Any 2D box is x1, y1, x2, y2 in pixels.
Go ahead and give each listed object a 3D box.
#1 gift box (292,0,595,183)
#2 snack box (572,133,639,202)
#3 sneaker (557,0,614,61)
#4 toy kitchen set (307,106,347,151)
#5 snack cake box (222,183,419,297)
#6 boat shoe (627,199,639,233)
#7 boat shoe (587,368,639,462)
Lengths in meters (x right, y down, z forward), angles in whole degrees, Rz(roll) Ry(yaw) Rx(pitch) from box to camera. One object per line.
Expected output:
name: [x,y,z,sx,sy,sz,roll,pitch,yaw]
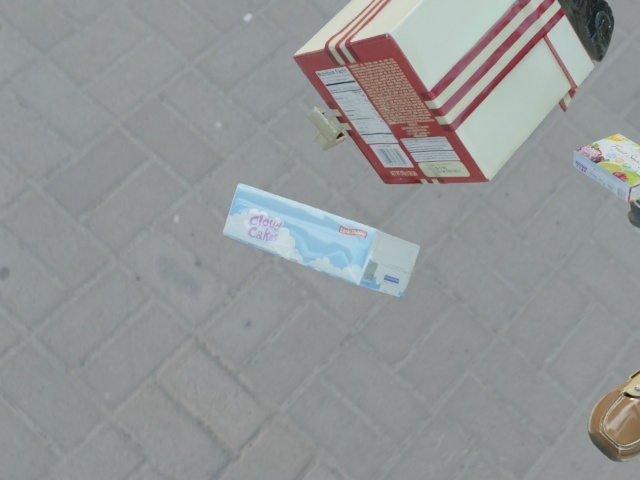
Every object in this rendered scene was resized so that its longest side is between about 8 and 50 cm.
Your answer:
gift box: [0.165,-0.221,1.242,0.258,0.255,0.276,-48,119,-20]
snack box: [0.505,-0.122,1.648,0.100,0.037,0.141,-19,38,-21]
sneaker: [0.369,-0.387,1.559,0.130,0.286,0.109,11,62,35]
toy kitchen set: [0.022,-0.234,1.940,0.068,0.083,0.075,47,41,10]
snack cake box: [0.000,0.000,1.529,0.264,0.152,0.089,20,91,33]
boat shoe: [0.734,-0.045,1.978,0.112,0.335,0.096,-25,110,-17]
boat shoe: [0.606,0.283,1.813,0.122,0.120,0.324,42,45,21]
